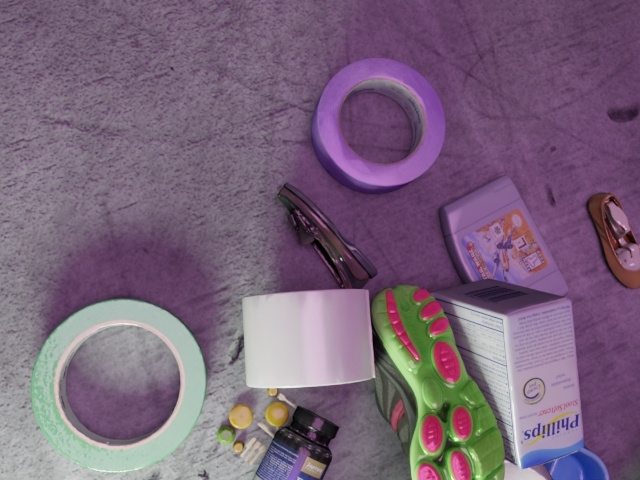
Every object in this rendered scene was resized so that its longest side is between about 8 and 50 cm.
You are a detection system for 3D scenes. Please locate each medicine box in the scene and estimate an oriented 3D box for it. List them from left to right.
[{"bbox_3d":[0.349,0.242,1.360,0.149,0.263,0.290,-11,99,-20],"label":"medicine box"}]

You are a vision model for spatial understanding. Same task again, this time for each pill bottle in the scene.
[{"bbox_3d":[-0.053,0.439,1.371,0.122,0.123,0.219,28,79,-5],"label":"pill bottle"}]

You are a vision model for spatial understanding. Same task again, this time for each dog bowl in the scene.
[{"bbox_3d":[0.469,0.472,1.482,0.297,0.074,0.166,28,79,-5],"label":"dog bowl"}]

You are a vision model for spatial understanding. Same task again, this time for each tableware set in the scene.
[{"bbox_3d":[-0.130,0.359,1.420,0.104,0.024,0.154,39,79,0],"label":"tableware set"}]

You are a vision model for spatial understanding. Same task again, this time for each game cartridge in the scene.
[{"bbox_3d":[0.389,0.029,1.538,0.198,0.062,0.297,-27,88,-16],"label":"game cartridge"}]

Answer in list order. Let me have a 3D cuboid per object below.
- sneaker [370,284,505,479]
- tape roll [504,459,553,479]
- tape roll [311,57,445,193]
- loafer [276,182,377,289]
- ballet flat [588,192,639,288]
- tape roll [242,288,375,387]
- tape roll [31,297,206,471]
[{"bbox_3d":[0.210,0.322,1.348,0.185,0.202,0.483,-7,61,-9],"label":"sneaker"},{"bbox_3d":[0.333,0.542,1.389,0.286,0.100,0.287,1,97,6],"label":"tape roll"},{"bbox_3d":[0.121,-0.241,1.506,0.274,0.090,0.275,1,82,-10],"label":"tape roll"},{"bbox_3d":[0.000,0.000,1.455,0.267,0.096,0.084,45,84,-4],"label":"loafer"},{"bbox_3d":[0.668,0.001,1.578,0.080,0.073,0.232,-26,88,-12],"label":"ballet flat"},{"bbox_3d":[-0.025,0.183,1.347,0.246,0.246,0.169,-3,83,-10],"label":"tape roll"},{"bbox_3d":[-0.380,0.272,1.359,0.321,0.077,0.322,1,83,-10],"label":"tape roll"}]
